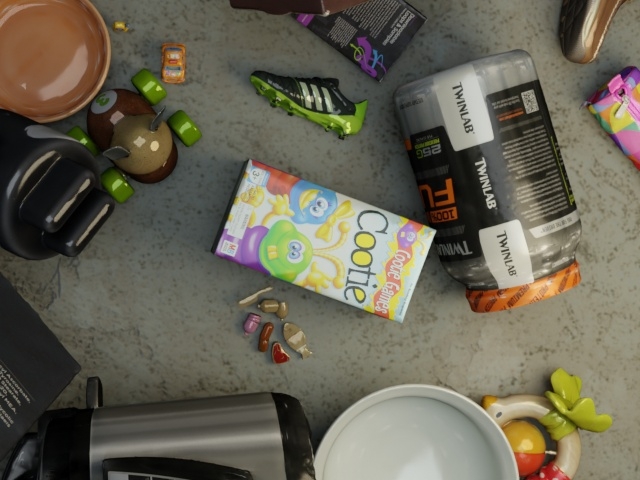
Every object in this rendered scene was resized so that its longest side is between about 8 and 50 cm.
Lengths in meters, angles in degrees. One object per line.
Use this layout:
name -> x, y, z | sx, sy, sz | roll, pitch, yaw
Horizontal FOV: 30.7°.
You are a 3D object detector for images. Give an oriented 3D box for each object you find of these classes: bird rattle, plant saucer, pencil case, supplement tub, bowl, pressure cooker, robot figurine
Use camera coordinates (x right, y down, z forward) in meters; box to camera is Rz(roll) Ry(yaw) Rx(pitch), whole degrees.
bird rattle -> 0.323, 0.317, 1.729 | 0.207, 0.143, 0.253 | 7, 104, 4
plant saucer -> -0.391, -0.261, 1.626 | 0.200, 0.037, 0.200 | 0, 89, -1
pencil case -> 0.492, -0.148, 1.725 | 0.104, 0.104, 0.236 | -42, 97, -4
supplement tub -> 0.242, -0.082, 1.639 | 0.207, 0.207, 0.338 | -18, 93, -7
bowl -> 0.126, 0.341, 1.670 | 0.298, 0.134, 0.298 | 0, 93, -4
pressure cooker -> -0.213, 0.396, 1.516 | 0.420, 0.370, 0.375 | -4, 120, -7
robot figurine -> -0.406, -0.075, 1.532 | 0.278, 0.173, 0.209 | 24, 119, 31

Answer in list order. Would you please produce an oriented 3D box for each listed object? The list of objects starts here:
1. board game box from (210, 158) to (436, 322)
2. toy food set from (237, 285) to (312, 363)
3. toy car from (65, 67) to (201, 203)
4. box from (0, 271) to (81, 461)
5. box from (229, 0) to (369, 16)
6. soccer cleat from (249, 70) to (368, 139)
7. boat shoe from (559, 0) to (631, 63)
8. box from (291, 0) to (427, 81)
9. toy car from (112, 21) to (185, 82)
board game box -> 0.000, 0.000, 1.642 | 0.275, 0.142, 0.144 | 20, 89, -7
toy food set -> -0.071, 0.129, 1.700 | 0.078, 0.019, 0.122 | -27, 103, -6
toy car -> -0.256, -0.145, 1.581 | 0.155, 0.188, 0.149 | -41, 96, -5
box -> -0.601, 0.259, 1.352 | 0.480, 0.472, 0.297 | -39, 98, 13
box -> 0.071, -0.408, 1.527 | 0.381, 0.191, 0.143 | -29, 119, -35
soccer cleat -> -0.016, -0.210, 1.681 | 0.179, 0.060, 0.072 | 25, 79, -14
boat shoe -> 0.447, -0.406, 1.703 | 0.116, 0.123, 0.324 | 20, 91, -10
box -> 0.057, -0.322, 1.680 | 0.162, 0.029, 0.116 | 37, 108, -6
toy car -> -0.245, -0.267, 1.653 | 0.122, 0.040, 0.060 | 19, 89, -8
